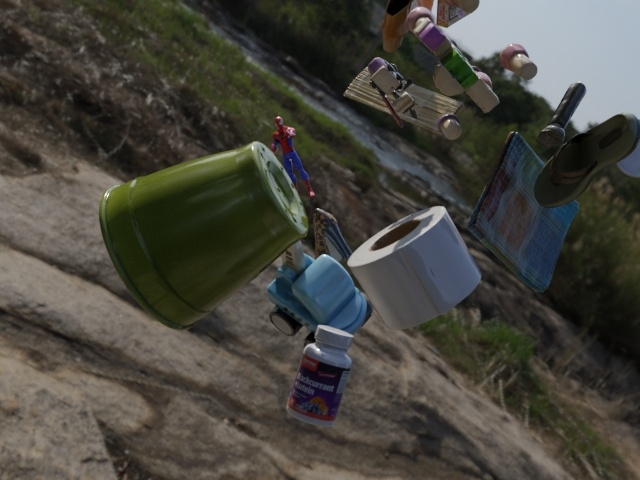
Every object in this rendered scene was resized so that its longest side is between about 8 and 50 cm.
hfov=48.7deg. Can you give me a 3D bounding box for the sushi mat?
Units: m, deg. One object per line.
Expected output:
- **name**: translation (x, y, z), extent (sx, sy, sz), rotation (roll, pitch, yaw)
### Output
- **sushi mat**: translation (0.233, -0.398, 1.998), extent (0.317, 0.151, 0.019), rotation (27, -32, 20)

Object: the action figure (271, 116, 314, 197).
- **action figure**: translation (-0.104, -0.261, 2.280), extent (0.139, 0.092, 0.280), rotation (-48, 122, -71)

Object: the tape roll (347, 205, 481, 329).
- **tape roll**: translation (0.204, 0.057, 1.543), extent (0.169, 0.246, 0.246), rotation (59, 13, -9)

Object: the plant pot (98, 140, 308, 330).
- **plant pot**: translation (-0.231, -0.039, 1.572), extent (0.366, 0.353, 0.366), rotation (57, 14, -23)

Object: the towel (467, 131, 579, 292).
- **towel**: translation (0.506, -0.058, 1.724), extent (0.040, 0.271, 0.370), rotation (13, -17, 47)

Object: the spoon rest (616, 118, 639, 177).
- **spoon rest**: translation (0.807, -0.222, 1.671), extent (0.277, 0.137, 0.084), rotation (-6, 0, -19)

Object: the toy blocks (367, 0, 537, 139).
- **toy blocks**: translation (0.300, -0.440, 1.710), extent (0.289, 0.309, 0.260), rotation (40, 20, -25)

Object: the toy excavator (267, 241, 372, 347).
- **toy excavator**: translation (-0.054, 0.086, 2.057), extent (0.433, 0.222, 0.445), rotation (34, -30, 22)

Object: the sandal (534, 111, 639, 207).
- **sandal**: translation (0.560, -0.181, 1.541), extent (0.086, 0.302, 0.120), rotation (2, 61, -24)

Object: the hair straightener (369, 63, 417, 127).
- **hair straightener**: translation (0.194, -0.377, 1.783), extent (0.047, 0.089, 0.230), rotation (54, 9, -45)

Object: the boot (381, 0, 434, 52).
- **boot**: translation (0.286, -0.746, 2.215), extent (0.104, 0.295, 0.211), rotation (30, -18, 10)

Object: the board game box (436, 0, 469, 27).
- **board game box**: translation (0.421, -0.774, 2.176), extent (0.045, 0.193, 0.147), rotation (30, 51, 33)

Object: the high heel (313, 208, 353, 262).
- **high heel**: translation (0.000, 0.000, 2.318), extent (0.093, 0.261, 0.186), rotation (-32, 90, -29)

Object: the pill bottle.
- **pill bottle**: translation (0.005, 0.282, 1.489), extent (0.108, 0.193, 0.108), rotation (17, 0, 0)

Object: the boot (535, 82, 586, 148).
- **boot**: translation (0.754, -0.390, 2.173), extent (0.076, 0.208, 0.189), rotation (39, 1, -2)
